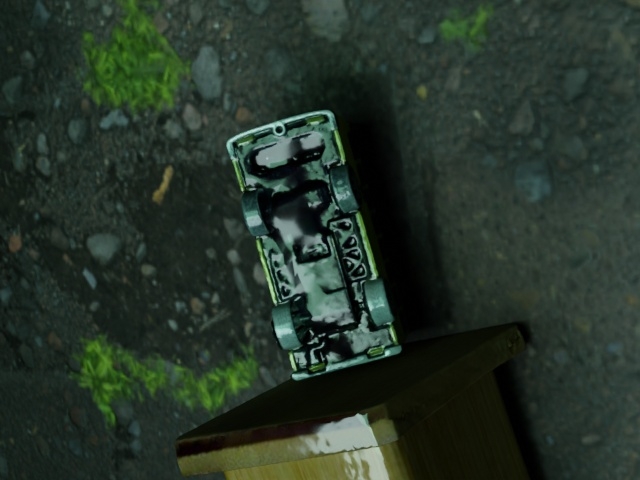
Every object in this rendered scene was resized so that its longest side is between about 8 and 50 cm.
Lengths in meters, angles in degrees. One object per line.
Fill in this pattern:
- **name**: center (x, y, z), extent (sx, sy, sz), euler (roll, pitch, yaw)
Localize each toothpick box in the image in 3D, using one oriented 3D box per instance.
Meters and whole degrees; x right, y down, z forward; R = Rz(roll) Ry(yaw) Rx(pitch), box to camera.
- **toothpick box**: center (0.067, 0.236, 0.991), extent (0.187, 0.190, 0.308), euler (-15, 97, 38)

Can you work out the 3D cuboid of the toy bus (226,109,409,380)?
- **toy bus**: center (0.000, 0.000, 1.021), extent (0.088, 0.101, 0.175), euler (-15, 92, 11)
